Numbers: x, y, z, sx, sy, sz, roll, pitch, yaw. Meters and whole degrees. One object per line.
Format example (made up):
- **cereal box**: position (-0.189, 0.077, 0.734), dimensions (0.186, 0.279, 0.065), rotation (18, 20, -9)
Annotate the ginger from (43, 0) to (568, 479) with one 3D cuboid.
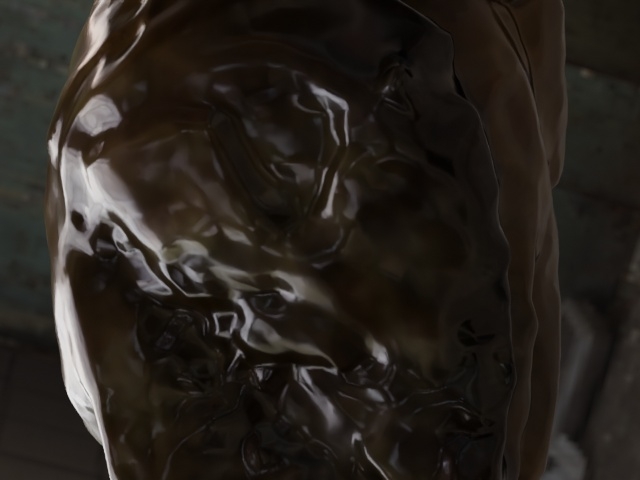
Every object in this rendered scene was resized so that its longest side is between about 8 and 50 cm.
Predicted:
- **ginger**: position (-0.004, 0.001, 0.769), dimensions (0.223, 0.200, 0.269), rotation (-50, -43, -65)
